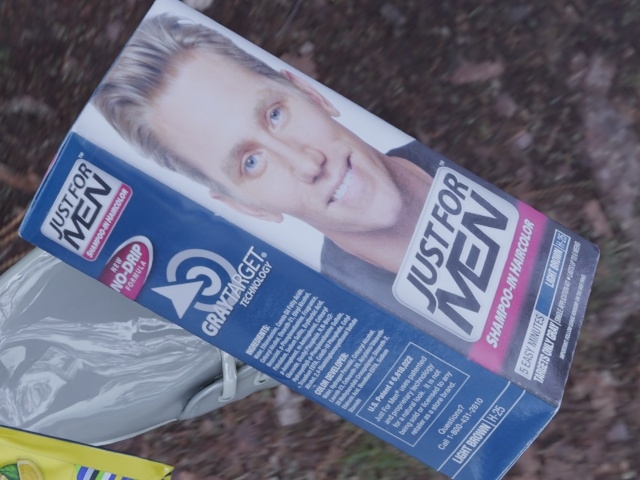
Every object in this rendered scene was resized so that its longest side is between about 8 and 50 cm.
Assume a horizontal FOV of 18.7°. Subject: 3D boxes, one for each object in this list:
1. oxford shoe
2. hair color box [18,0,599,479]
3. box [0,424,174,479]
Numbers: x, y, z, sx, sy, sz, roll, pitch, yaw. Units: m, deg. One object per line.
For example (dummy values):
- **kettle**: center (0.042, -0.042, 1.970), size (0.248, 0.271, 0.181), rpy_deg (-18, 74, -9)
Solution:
- **oxford shoe**: center (-0.047, 0.042, 1.394), size (0.449, 0.130, 0.169), rpy_deg (-15, 108, -23)
- **hair color box**: center (0.000, 0.000, 1.266), size (0.347, 0.105, 0.174), rpy_deg (29, 40, -5)
- **box**: center (-0.092, 0.078, 0.469), size (0.054, 0.169, 0.059), rpy_deg (18, 77, -20)
